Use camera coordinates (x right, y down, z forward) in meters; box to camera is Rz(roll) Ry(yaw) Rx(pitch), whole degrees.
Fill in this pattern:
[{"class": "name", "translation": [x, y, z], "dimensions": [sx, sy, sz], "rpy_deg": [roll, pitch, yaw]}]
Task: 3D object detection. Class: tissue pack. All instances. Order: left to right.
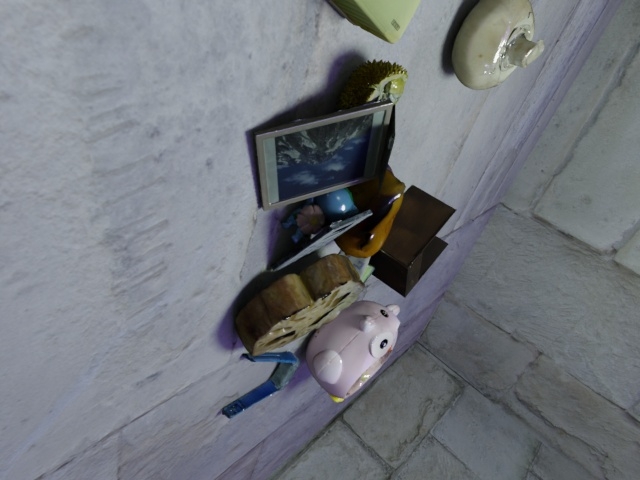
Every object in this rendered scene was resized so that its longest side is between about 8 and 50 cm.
[{"class": "tissue pack", "translation": [0.069, -0.426, 0.620], "dimensions": [0.234, 0.125, 0.159], "rpy_deg": [1, 122, -60]}]

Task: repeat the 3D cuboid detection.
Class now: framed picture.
[{"class": "framed picture", "translation": [0.006, -0.168, 0.850], "dimensions": [0.281, 0.019, 0.209], "rpy_deg": [-19, 146, -14]}]

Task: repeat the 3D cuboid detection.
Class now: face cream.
[{"class": "face cream", "translation": [0.108, 0.064, 1.350], "dimensions": [0.224, 0.114, 0.070], "rpy_deg": [-61, -165, 11]}]

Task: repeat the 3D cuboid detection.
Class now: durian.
[{"class": "durian", "translation": [0.094, -0.296, 0.877], "dimensions": [0.146, 0.102, 0.208], "rpy_deg": [-26, 167, -40]}]

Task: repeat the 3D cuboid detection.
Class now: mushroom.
[{"class": "mushroom", "translation": [0.461, -0.506, 1.083], "dimensions": [0.246, 0.202, 0.246], "rpy_deg": [-27, 138, -28]}]

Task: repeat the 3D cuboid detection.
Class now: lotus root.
[{"class": "lotus root", "translation": [-0.052, 0.191, 1.170], "dimensions": [0.390, 0.111, 0.375], "rpy_deg": [-22, 152, -34]}]

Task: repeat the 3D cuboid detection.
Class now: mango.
[{"class": "mango", "translation": [0.126, -0.077, 1.116], "dimensions": [0.201, 0.153, 0.287], "rpy_deg": [-34, 151, -52]}]

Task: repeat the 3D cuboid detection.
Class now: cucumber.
[{"class": "cucumber", "translation": [0.113, 0.107, 1.441], "dimensions": [0.115, 0.062, 0.116], "rpy_deg": [-55, 137, 0]}]

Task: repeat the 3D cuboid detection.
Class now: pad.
[{"class": "pad", "translation": [0.149, -0.236, 0.955], "dimensions": [0.159, 0.009, 0.265], "rpy_deg": [98, 2, -45]}]

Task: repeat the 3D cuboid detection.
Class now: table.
[{"class": "table", "translation": [0.310, 0.003, 1.493], "dimensions": [0.282, 0.196, 0.250], "rpy_deg": [-47, 153, -17]}]

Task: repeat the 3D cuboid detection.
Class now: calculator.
[{"class": "calculator", "translation": [0.000, 0.000, 1.016], "dimensions": [0.161, 0.021, 0.262], "rpy_deg": [-24, 173, -41]}]

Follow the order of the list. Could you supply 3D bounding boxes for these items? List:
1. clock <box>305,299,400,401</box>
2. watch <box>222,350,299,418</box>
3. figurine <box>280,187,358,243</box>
[{"class": "clock", "translation": [0.123, 0.387, 1.601], "dimensions": [0.368, 0.250, 0.376], "rpy_deg": [-9, 137, -54]}, {"class": "watch", "translation": [-0.177, 0.429, 1.386], "dimensions": [0.274, 0.068, 0.276], "rpy_deg": [-10, 132, -48]}, {"class": "figurine", "translation": [-0.006, -0.065, 1.002], "dimensions": [0.178, 0.114, 0.144], "rpy_deg": [-34, 174, -10]}]
